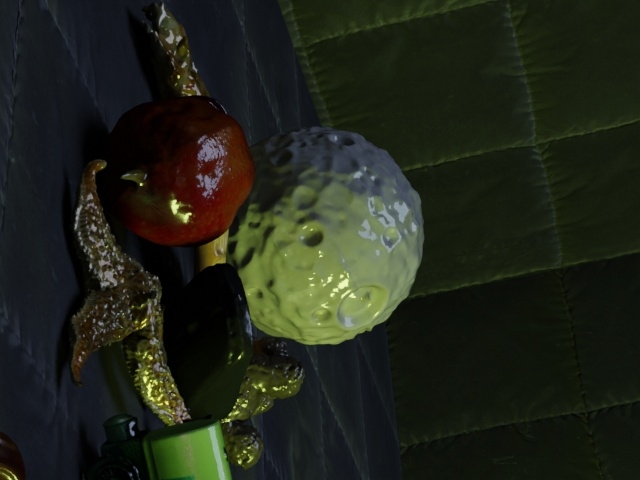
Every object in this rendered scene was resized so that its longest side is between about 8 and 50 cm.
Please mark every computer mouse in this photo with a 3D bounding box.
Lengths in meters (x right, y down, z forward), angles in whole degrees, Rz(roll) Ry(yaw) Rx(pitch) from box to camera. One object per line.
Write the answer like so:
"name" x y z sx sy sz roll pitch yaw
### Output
"computer mouse" -0.150 0.138 2.032 0.269 0.086 0.137 112 -33 -55

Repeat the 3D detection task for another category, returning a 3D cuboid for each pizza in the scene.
"pizza" -0.201 -0.226 2.403 0.189 0.071 0.297 -87 162 -59

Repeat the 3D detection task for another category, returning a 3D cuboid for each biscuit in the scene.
"biscuit" -0.145 0.027 2.187 0.204 0.040 0.309 -88 -176 -57

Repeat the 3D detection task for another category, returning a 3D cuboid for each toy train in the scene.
"toy train" -0.146 0.297 1.710 0.105 0.157 0.253 -32 109 -81

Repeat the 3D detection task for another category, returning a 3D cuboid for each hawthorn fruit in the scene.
"hawthorn fruit" -0.179 -0.086 1.975 0.251 0.189 0.189 -9 87 -79

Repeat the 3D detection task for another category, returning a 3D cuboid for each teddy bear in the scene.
"teddy bear" -0.112 0.201 2.245 0.177 0.140 0.190 -62 -176 2

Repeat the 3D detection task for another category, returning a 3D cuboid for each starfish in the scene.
"starfish" -0.204 0.110 1.854 0.293 0.084 0.301 67 10 -49

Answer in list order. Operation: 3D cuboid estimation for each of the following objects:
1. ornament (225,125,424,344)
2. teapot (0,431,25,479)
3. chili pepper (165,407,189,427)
"ornament" 0.000 0.000 2.511 0.337 0.337 0.337 -12 90 -82
"teapot" -0.283 0.182 1.260 0.098 0.078 0.129 -61 147 -6
"chili pepper" -0.118 0.388 1.983 0.137 0.092 0.368 -74 154 -61
